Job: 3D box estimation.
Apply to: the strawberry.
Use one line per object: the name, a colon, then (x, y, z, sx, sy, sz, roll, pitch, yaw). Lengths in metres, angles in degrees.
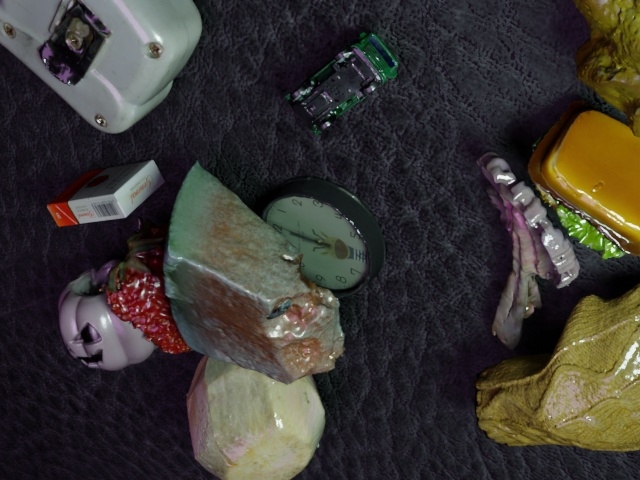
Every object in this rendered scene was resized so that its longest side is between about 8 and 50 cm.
strawberry: (-0.219, 0.074, 1.619, 0.087, 0.167, 0.208, 4, 151, 50)

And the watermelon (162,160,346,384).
watermelon: (-0.121, 0.066, 1.475, 0.302, 0.151, 0.264, 35, 151, 23)

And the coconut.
coconut: (-0.099, 0.251, 1.649, 0.197, 0.237, 0.237, 0, 139, -18)

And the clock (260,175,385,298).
clock: (0.000, 0.000, 1.474, 0.184, 0.040, 0.185, 19, 133, 21)

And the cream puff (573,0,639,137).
cream puff: (0.340, -0.207, 0.980, 0.244, 0.196, 0.244, 13, 159, 5)

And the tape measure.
tape measure: (-0.299, -0.282, 1.385, 0.258, 0.130, 0.265, 44, 137, -1)

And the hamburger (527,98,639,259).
hamburger: (0.300, -0.060, 1.155, 0.166, 0.137, 0.087, 38, 167, 2)

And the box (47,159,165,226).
box: (-0.319, -0.069, 1.595, 0.152, 0.100, 0.048, -8, 117, 39)

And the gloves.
gloves: (0.340, 0.171, 1.276, 0.203, 0.155, 0.356, 20, 143, -30)

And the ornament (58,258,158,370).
ornament: (-0.329, 0.112, 1.700, 0.177, 0.177, 0.178, 19, 133, 21)

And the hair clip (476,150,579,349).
hair clip: (0.241, 0.021, 1.272, 0.173, 0.069, 0.300, 53, 163, 35)

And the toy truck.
toy truck: (0.026, -0.186, 1.273, 0.065, 0.079, 0.147, 49, 137, -8)
